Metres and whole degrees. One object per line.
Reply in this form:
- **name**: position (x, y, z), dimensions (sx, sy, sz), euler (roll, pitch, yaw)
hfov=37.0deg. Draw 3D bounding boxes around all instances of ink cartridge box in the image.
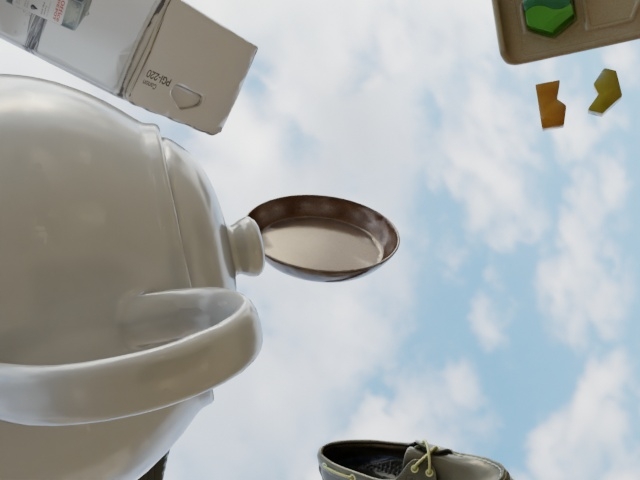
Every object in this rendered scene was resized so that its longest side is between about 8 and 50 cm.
- **ink cartridge box**: position (-0.185, -0.179, 0.794), dimensions (0.092, 0.218, 0.158), euler (-63, -22, 6)

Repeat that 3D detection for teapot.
- **teapot**: position (-0.121, 0.023, 0.501), dimensions (0.187, 0.252, 0.256), euler (-11, -122, -6)

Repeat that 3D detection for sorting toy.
- **sorting toy**: position (0.344, -0.308, 1.259), dimensions (0.041, 0.229, 0.307), euler (33, -131, -73)

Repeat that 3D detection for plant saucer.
- **plant saucer**: position (0.000, 0.000, 1.024), dimensions (0.168, 0.168, 0.029), euler (-21, -50, -42)

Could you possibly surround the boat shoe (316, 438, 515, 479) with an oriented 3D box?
- **boat shoe**: position (0.135, 0.347, 1.413), dimensions (0.109, 0.305, 0.091), euler (-55, -47, -51)

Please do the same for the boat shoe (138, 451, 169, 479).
- **boat shoe**: position (-0.228, 0.211, 1.025), dimensions (0.118, 0.103, 0.320), euler (32, -97, -44)
